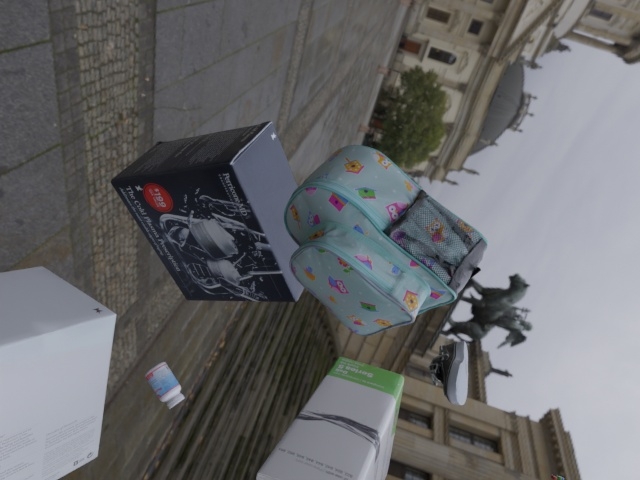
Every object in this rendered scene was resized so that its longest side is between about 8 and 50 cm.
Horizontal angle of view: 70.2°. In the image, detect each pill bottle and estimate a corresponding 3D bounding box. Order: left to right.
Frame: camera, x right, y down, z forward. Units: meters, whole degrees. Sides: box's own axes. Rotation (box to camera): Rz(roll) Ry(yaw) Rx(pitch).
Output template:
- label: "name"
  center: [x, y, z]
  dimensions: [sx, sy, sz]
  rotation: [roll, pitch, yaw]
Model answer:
- label: "pill bottle"
  center: [-0.584, 0.547, 1.717]
  dimensions: [0.087, 0.160, 0.087]
  rotation: [-36, 171, -6]

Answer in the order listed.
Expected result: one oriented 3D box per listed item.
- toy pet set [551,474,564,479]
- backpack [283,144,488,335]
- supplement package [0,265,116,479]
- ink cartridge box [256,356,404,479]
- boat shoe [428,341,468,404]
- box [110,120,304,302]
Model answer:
- label: "toy pet set"
  center: [0.672, 0.689, 1.215]
  dimensions: [0.122, 0.114, 0.065]
  rotation: [34, 79, -45]
- label: "backpack"
  center: [0.047, 0.002, 0.482]
  dimensions: [0.144, 0.188, 0.166]
  rotation: [-40, 178, -26]
- label: "supplement package"
  center: [-0.456, 0.206, 0.657]
  dimensions: [0.199, 0.198, 0.263]
  rotation: [-13, 121, -59]
- label: "ink cartridge box"
  center: [0.018, 0.320, 0.621]
  dimensions: [0.273, 0.114, 0.198]
  rotation: [-32, 132, -63]
- label: "boat shoe"
  center: [0.379, 0.386, 1.359]
  dimensions: [0.306, 0.104, 0.113]
  rotation: [-43, 122, -64]
- label: "box"
  center: [-0.208, -0.047, 0.993]
  dimensions: [0.179, 0.312, 0.343]
  rotation: [-62, 140, -46]
